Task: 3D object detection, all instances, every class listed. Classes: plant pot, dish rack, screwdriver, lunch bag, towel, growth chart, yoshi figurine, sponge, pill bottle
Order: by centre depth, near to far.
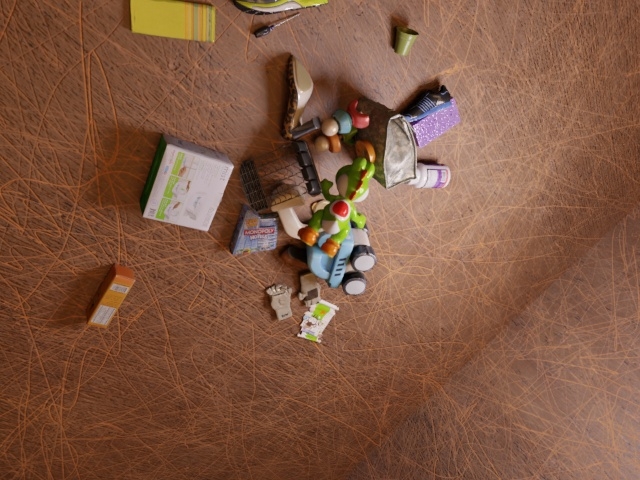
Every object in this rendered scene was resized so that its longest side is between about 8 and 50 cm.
[{"bbox_3d":[-0.426,-0.645,1.319,0.237,0.021,0.102,-4,116,-24],"label":"towel"},{"bbox_3d":[-0.135,-0.688,1.437,0.169,0.024,0.025,-33,158,-7],"label":"screwdriver"},{"bbox_3d":[-0.150,-0.222,1.614,0.271,0.074,0.209,-19,89,19],"label":"dish rack"},{"bbox_3d":[0.298,-0.709,1.618,0.083,0.083,0.079,-6,135,-24],"label":"plant pot"},{"bbox_3d":[0.072,-0.133,1.643,0.203,0.203,0.362,24,99,-52],"label":"yoshi figurine"},{"bbox_3d":[0.238,-0.377,1.688,0.168,0.235,0.287,-23,128,-15],"label":"lunch bag"},{"bbox_3d":[0.475,-0.487,1.874,0.210,0.031,0.117,-34,128,-2],"label":"sponge"},{"bbox_3d":[0.449,-0.279,1.944,0.193,0.108,0.108,-2,121,-26],"label":"pill bottle"},{"bbox_3d":[-0.017,0.387,2.188,0.171,0.021,0.237,18,110,-33],"label":"growth chart"}]

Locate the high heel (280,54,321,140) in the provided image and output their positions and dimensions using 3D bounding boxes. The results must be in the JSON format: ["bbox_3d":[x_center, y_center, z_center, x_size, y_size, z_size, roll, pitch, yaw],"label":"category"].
[{"bbox_3d":[-0.106,-0.481,1.564,0.093,0.186,0.262,-20,96,-44],"label":"high heel"}]

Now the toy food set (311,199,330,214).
[{"bbox_3d":[0.006,-0.129,1.868,0.083,0.020,0.083,-25,128,-12],"label":"toy food set"}]

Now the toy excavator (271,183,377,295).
[{"bbox_3d":[0.000,0.000,1.835,0.444,0.222,0.433,6,128,-11],"label":"toy excavator"}]

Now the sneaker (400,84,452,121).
[{"bbox_3d":[0.400,-0.533,1.784,0.232,0.081,0.091,-23,104,-5],"label":"sneaker"}]

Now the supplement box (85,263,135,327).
[{"bbox_3d":[-0.767,0.204,1.648,0.080,0.078,0.233,27,106,-40],"label":"supplement box"}]

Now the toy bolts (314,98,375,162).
[{"bbox_3d":[0.081,-0.357,1.601,0.158,0.218,0.229,-26,158,-14],"label":"toy bolts"}]

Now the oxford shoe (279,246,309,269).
[{"bbox_3d":[-0.086,0.086,1.941,0.076,0.076,0.212,-29,140,33],"label":"oxford shoe"}]

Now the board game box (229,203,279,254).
[{"bbox_3d":[-0.251,-0.046,1.764,0.194,0.060,0.194,-5,123,-24],"label":"board game box"}]

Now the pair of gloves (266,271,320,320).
[{"bbox_3d":[-0.113,0.243,2.033,0.240,0.042,0.204,-25,131,-9],"label":"pair of gloves"}]

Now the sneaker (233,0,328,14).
[{"bbox_3d":[-0.124,-0.753,1.362,0.299,0.111,0.121,-20,117,-22],"label":"sneaker"}]

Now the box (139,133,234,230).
[{"bbox_3d":[-0.452,-0.189,1.526,0.231,0.127,0.262,12,113,-33],"label":"box"}]
